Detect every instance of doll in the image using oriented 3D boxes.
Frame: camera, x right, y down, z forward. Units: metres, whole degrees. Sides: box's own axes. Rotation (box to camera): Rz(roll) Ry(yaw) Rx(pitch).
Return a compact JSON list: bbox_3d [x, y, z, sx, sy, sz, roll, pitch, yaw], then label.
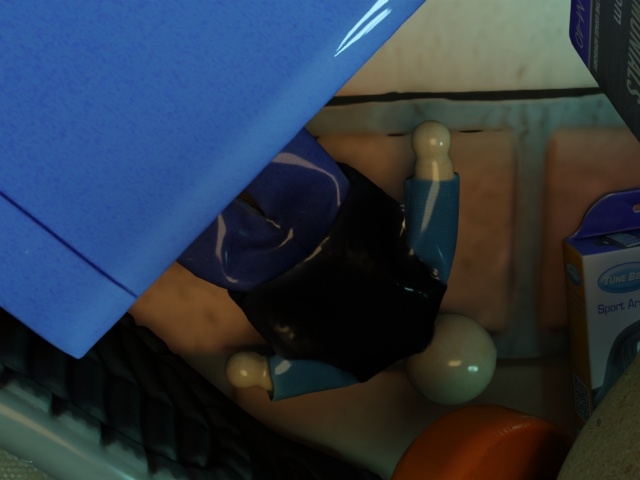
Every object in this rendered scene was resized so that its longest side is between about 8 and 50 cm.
[{"bbox_3d":[0.000,0.000,0.551,0.189,0.046,0.129,42,96,-19],"label":"doll"}]

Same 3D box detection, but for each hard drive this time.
[{"bbox_3d":[-0.044,-0.140,0.422,0.318,0.040,0.210,-46,114,7],"label":"hard drive"}]

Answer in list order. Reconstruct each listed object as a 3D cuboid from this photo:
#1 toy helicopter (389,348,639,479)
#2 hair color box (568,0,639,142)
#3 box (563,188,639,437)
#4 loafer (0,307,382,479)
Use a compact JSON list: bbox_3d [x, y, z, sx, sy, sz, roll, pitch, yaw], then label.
[{"bbox_3d":[0.202,0.067,0.533,0.355,0.140,0.235,-52,121,-19],"label":"toy helicopter"},{"bbox_3d":[0.250,-0.143,0.422,0.339,0.110,0.185,-18,139,-9],"label":"hair color box"},{"bbox_3d":[0.146,0.044,0.600,0.081,0.028,0.136,-10,111,-7],"label":"box"},{"bbox_3d":[-0.071,0.119,0.529,0.366,0.134,0.130,35,101,-19],"label":"loafer"}]
